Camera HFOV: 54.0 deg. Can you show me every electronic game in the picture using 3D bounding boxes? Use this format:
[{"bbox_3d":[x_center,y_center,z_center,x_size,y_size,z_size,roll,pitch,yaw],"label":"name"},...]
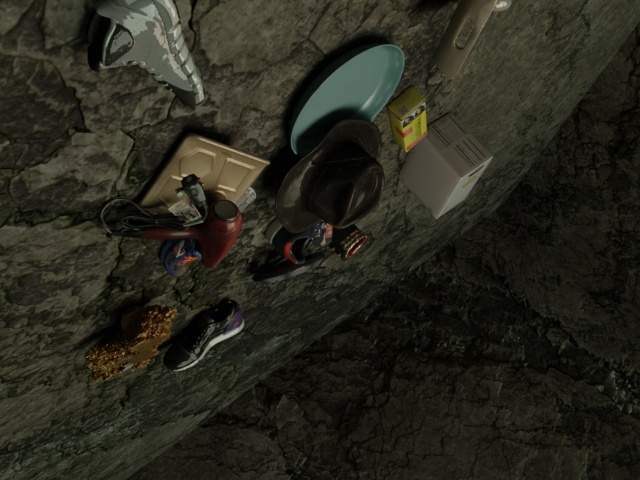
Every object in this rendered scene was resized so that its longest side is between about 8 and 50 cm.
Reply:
[{"bbox_3d":[-0.097,0.080,1.909,0.229,0.048,0.229,-18,-176,1],"label":"electronic game"}]

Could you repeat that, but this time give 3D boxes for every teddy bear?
[{"bbox_3d":[-0.487,0.257,1.603,0.245,0.113,0.338,-24,165,-25],"label":"teddy bear"}]

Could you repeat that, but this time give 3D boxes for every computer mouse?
[{"bbox_3d":[-0.199,-0.115,1.350,0.106,0.042,0.193,-44,158,-3],"label":"computer mouse"}]

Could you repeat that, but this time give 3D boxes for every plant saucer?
[{"bbox_3d":[0.051,-0.311,1.378,0.317,0.044,0.318,-36,163,-13],"label":"plant saucer"}]

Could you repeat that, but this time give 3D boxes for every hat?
[{"bbox_3d":[0.061,-0.118,1.492,0.331,0.134,0.331,-33,150,-22],"label":"hat"}]

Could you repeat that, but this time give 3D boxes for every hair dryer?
[{"bbox_3d":[-0.265,-0.031,1.236,0.223,0.080,0.293,-15,146,16],"label":"hair dryer"}]

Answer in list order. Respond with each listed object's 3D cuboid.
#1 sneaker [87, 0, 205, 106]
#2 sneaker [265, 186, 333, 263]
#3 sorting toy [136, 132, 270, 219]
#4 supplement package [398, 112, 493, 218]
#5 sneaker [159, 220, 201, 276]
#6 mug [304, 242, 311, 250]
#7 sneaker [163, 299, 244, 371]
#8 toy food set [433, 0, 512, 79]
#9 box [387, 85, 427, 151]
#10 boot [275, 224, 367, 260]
[{"bbox_3d":[-0.246,-0.250,0.856,0.132,0.086,0.229,-31,152,-12],"label":"sneaker"},{"bbox_3d":[0.004,-0.077,1.689,0.350,0.148,0.131,-50,160,29],"label":"sneaker"},{"bbox_3d":[-0.228,-0.115,1.219,0.193,0.038,0.208,15,130,-45],"label":"sorting toy"},{"bbox_3d":[0.395,-0.235,2.025,0.145,0.204,0.262,-33,162,-21],"label":"supplement package"},{"bbox_3d":[-0.290,0.015,1.399,0.083,0.087,0.221,-22,155,-44],"label":"sneaker"},{"bbox_3d":[-0.071,0.008,1.924,0.064,0.078,0.062,123,-11,-66],"label":"mug"},{"bbox_3d":[-0.367,0.277,1.923,0.283,0.107,0.124,-36,148,-25],"label":"sneaker"},{"bbox_3d":[0.346,-0.503,1.283,0.306,0.092,0.220,-60,176,-31],"label":"toy food set"},{"bbox_3d":[0.240,-0.326,1.714,0.087,0.058,0.232,-40,164,-2],"label":"box"},{"bbox_3d":[0.000,-0.001,1.815,0.236,0.179,0.085,-43,163,3],"label":"boot"}]
